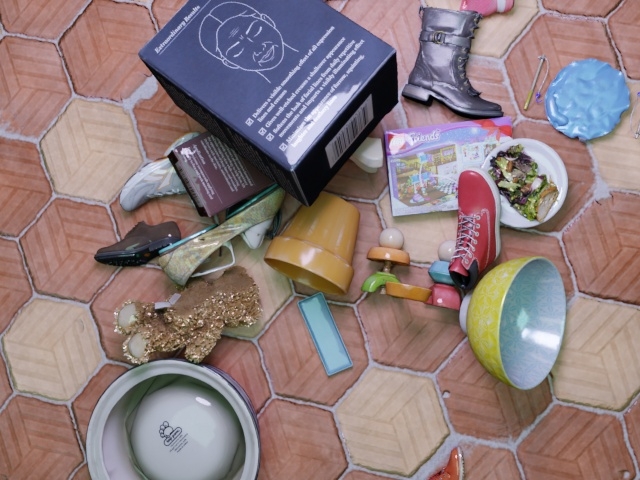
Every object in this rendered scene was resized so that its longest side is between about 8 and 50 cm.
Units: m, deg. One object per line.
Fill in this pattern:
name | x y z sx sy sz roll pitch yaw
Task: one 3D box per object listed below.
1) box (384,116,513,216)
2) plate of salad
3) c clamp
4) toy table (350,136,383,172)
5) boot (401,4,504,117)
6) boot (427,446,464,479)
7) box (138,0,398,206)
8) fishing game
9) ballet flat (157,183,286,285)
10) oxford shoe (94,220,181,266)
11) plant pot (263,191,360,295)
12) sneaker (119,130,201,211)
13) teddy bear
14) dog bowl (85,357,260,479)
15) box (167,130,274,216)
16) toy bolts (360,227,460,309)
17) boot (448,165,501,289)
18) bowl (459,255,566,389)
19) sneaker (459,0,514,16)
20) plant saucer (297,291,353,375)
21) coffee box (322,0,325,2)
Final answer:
box | 0.302 -0.170 1.480 0.292 0.057 0.201 -5 91 6
plate of salad | 0.453 -0.129 1.415 0.199 0.048 0.200 0 91 3
c clamp | -0.172 -0.034 1.547 0.160 0.022 0.137 -4 84 7
toy table | 0.052 -0.249 1.425 0.160 0.252 0.275 -1 58 2
boot | 0.322 -0.411 1.453 0.262 0.091 0.229 19 97 7
boot | 0.291 0.555 1.484 0.084 0.059 0.158 10 92 10
box | -0.091 -0.313 1.237 0.395 0.212 0.294 39 83 15
fishing game | 0.612 -0.321 1.461 0.263 0.041 0.189 15 91 13
ballet flat | -0.206 -0.009 1.475 0.348 0.123 0.123 -31 87 -5
oxford shoe | -0.445 0.006 1.553 0.227 0.083 0.096 -13 67 7
plant pot | 0.000 0.000 1.452 0.205 0.205 0.188 22 77 5
sneaker | -0.363 -0.141 1.529 0.262 0.099 0.121 -39 91 5
teddy bear | -0.304 0.177 1.471 0.337 0.113 0.245 -32 48 -32
dog bowl | -0.327 0.469 1.497 0.407 0.150 0.409 0 90 6
box | -0.214 -0.170 1.435 0.203 0.167 0.169 -29 100 -14
toy bolts | 0.230 0.059 1.429 0.228 0.218 0.159 12 85 -13
boot | 0.321 -0.023 1.373 0.088 0.176 0.245 6 122 38
bowl | 0.405 0.172 1.404 0.156 0.289 0.290 5 91 47
sneaker | 0.329 -0.623 1.389 0.136 0.116 0.314 -17 130 16
plant saucer | 0.011 0.224 1.529 0.067 0.018 0.192 -23 89 5
coffee box | -0.135 -0.493 1.468 0.168 0.119 0.297 34 104 4
